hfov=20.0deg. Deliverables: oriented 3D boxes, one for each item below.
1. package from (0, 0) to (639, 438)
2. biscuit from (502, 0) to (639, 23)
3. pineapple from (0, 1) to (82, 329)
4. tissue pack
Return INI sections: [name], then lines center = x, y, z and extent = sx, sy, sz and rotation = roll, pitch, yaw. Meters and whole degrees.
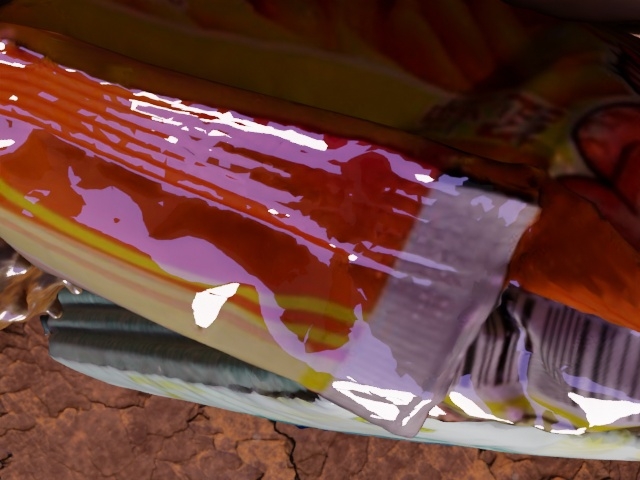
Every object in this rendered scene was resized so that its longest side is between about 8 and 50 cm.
[package]
center = 0.010, -0.026, 0.485
extent = 0.223, 0.108, 0.288
rotation = 18, -168, 1
[biscuit]
center = 0.155, -0.061, 0.323
extent = 0.299, 0.045, 0.154
rotation = 7, 174, 19
[pineapple]
center = -0.121, -0.033, 0.746
extent = 0.158, 0.158, 0.279
rotation = 6, -174, 36
[tissue pack]
center = 0.032, 0.037, 1.093
extent = 0.287, 0.162, 0.388
rotation = 11, 175, -28
